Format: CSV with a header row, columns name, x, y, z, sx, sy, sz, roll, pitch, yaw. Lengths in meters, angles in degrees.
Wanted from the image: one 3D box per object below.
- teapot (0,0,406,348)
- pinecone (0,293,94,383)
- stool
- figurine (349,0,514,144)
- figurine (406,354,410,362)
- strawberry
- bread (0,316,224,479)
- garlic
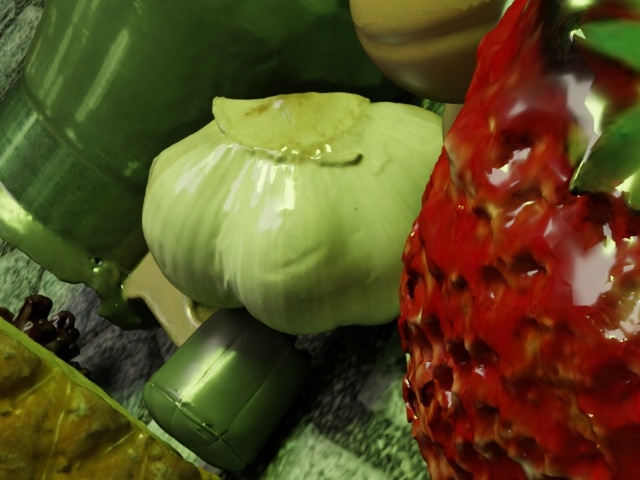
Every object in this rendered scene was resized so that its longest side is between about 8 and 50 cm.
name,x,y,z,sx,sy,sz,roll,pitch,yaw
teapot,-0.101,-0.102,1.389,0.361,0.306,0.376,-52,54,18
pinecone,-0.283,0.130,1.481,0.195,0.150,0.179,-46,21,3
stool,-0.064,0.102,1.233,0.110,0.096,0.096,-50,26,-11
figurine,0.214,-0.201,1.027,0.248,0.276,0.388,18,73,37
figurine,0.089,0.033,1.027,0.250,0.141,0.166,5,61,60
strawberry,0.176,0.016,0.806,0.310,0.292,0.291,91,-158,-63
bread,-0.253,0.194,1.209,0.279,0.279,0.207,-57,26,-6
garlic,0.000,0.000,1.163,0.229,0.178,0.142,-14,49,0
